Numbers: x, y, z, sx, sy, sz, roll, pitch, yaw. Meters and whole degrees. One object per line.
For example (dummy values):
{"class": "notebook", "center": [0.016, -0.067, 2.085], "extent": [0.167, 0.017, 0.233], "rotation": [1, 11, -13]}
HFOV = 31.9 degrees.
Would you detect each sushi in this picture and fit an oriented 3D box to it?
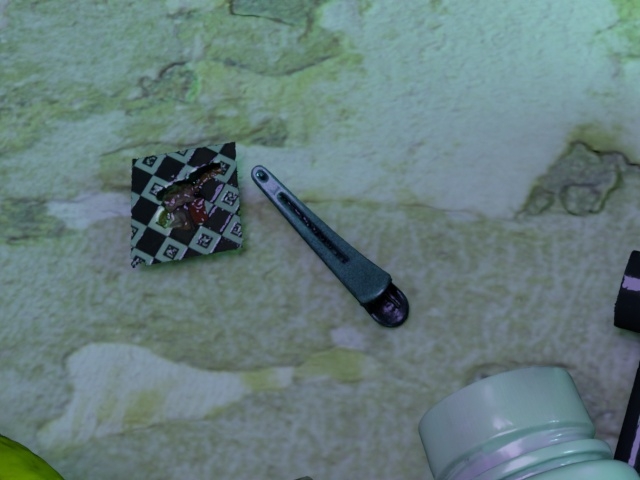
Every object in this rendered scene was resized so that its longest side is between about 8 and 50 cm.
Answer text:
{"class": "sushi", "center": [-0.139, -0.033, 1.172], "extent": [0.120, 0.026, 0.126], "rotation": [-8, 67, 9]}

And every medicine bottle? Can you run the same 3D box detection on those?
{"class": "medicine bottle", "center": [0.187, 0.254, 0.856], "extent": [0.170, 0.170, 0.293], "rotation": [-22, 60, 5]}

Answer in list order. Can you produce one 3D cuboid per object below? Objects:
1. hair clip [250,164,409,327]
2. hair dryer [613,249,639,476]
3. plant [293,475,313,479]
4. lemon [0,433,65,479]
{"class": "hair clip", "center": [0.000, 0.000, 1.105], "extent": [0.039, 0.070, 0.229], "rotation": [-44, 54, -4]}
{"class": "hair dryer", "center": [0.296, 0.123, 0.953], "extent": [0.124, 0.071, 0.219], "rotation": [17, 77, 22]}
{"class": "plant", "center": [-0.005, 0.253, 0.944], "extent": [0.104, 0.122, 0.117], "rotation": [5, 59, 6]}
{"class": "lemon", "center": [-0.318, 0.307, 0.932], "extent": [0.245, 0.245, 0.320], "rotation": [5, 76, 18]}
